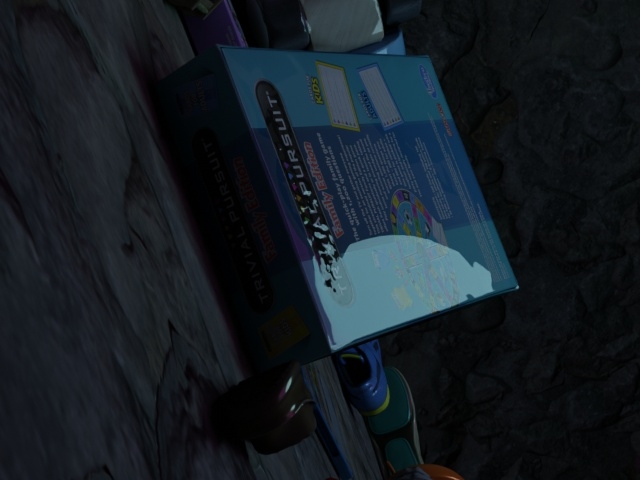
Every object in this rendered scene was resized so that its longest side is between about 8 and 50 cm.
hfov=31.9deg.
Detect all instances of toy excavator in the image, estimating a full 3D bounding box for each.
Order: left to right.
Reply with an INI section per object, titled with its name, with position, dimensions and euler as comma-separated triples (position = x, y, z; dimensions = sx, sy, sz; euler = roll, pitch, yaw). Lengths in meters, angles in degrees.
[toy excavator]
position = -0.013, -0.222, 1.689
dimensions = 0.433, 0.222, 0.445
euler = -136, -149, -58

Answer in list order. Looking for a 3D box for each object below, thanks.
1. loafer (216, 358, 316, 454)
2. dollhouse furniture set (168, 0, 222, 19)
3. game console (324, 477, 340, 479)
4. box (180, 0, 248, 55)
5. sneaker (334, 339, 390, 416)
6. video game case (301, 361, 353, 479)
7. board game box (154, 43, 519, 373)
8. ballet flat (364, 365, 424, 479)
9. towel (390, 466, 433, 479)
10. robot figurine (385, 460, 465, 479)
[loafer]
position = -0.027, 0.105, 0.693
dimensions = 0.050, 0.056, 0.148
euler = 63, 3, 3
[dollhouse furniture set]
position = -0.168, -0.333, 1.217
dimensions = 0.161, 0.101, 0.182
euler = 45, 4, -2
[game console]
position = 0.042, 0.304, 1.016
dimensions = 0.124, 0.085, 0.144
euler = 111, -29, -43
[box]
position = -0.130, -0.266, 1.416
dimensions = 0.201, 0.057, 0.293
euler = -84, 153, -85
[sneaker]
position = 0.051, 0.164, 1.682
dimensions = 0.209, 0.069, 0.082
euler = -108, 172, -48
[video game case]
position = -0.007, 0.154, 1.150
dimensions = 0.119, 0.015, 0.166
euler = -107, 175, -49
[board game box]
position = 0.030, -0.039, 0.995
dimensions = 0.336, 0.079, 0.253
euler = -11, 78, -55
[ballet flat]
position = 0.124, 0.325, 1.808
dimensions = 0.086, 0.086, 0.248
euler = 66, 13, -52
[towel]
position = 0.066, 0.284, 0.597
dimensions = 0.235, 0.121, 0.283
euler = 38, 29, -88
[robot figurine]
position = 0.128, 0.340, 1.244
dimensions = 0.219, 0.158, 0.128
euler = -107, -168, -54
